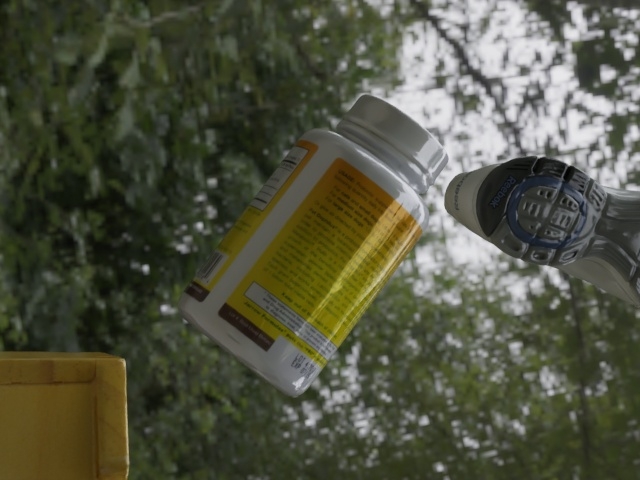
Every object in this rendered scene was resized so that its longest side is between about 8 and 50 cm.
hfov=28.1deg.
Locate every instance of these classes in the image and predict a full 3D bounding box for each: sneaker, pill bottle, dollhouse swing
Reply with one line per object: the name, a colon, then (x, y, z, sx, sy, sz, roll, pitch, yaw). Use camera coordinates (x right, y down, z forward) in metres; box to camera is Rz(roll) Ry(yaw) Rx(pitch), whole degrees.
sneaker: (0.244, -0.011, 1.144, 0.129, 0.297, 0.111, 23, -90, 65)
pill bottle: (0.000, 0.000, 0.949, 0.117, 0.215, 0.117, 37, -6, 5)
dollhouse swing: (-0.368, 0.261, 1.220, 0.315, 0.346, 0.305, 167, -77, -75)
